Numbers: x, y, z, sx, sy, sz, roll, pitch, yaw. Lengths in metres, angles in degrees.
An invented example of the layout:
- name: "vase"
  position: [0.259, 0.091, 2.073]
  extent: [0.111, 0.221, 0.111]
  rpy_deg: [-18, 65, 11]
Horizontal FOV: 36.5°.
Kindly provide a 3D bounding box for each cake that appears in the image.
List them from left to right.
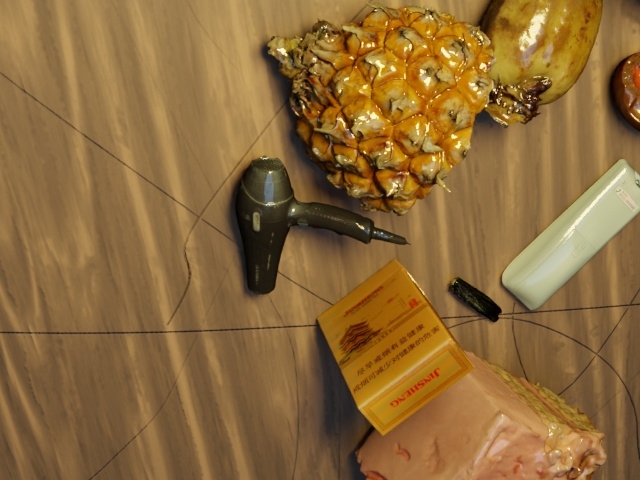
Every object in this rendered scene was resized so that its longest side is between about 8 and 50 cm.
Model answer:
- name: "cake"
  position: [0.288, 0.382, 1.671]
  extent: [0.306, 0.293, 0.314]
  rpy_deg: [29, 98, -27]

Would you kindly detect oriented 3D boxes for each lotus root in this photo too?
- name: "lotus root"
  position: [0.326, -0.315, 1.435]
  extent: [0.169, 0.141, 0.314]
  rpy_deg: [21, 99, -25]

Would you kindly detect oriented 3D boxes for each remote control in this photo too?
- name: "remote control"
  position: [0.444, -0.003, 1.662]
  extent: [0.103, 0.051, 0.293]
  rpy_deg: [40, 99, -26]

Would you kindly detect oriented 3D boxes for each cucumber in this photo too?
- name: "cucumber"
  position: [0.269, 0.102, 1.675]
  extent: [0.135, 0.034, 0.033]
  rpy_deg: [34, 97, -26]

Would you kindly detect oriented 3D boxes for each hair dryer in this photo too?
- name: "hair dryer"
  position: [0.000, 0.000, 1.482]
  extent: [0.271, 0.091, 0.236]
  rpy_deg: [12, 123, 11]

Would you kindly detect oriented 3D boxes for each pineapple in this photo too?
- name: "pineapple"
  position: [0.054, -0.175, 1.355]
  extent: [0.286, 0.209, 0.344]
  rpy_deg: [21, 123, -20]

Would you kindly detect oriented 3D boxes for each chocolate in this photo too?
- name: "chocolate"
  position: [0.526, -0.238, 1.536]
  extent: [0.124, 0.127, 0.133]
  rpy_deg: [-35, 88, -34]

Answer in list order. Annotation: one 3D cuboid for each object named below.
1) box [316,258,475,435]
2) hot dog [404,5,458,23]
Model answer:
- name: "box"
  position: [0.110, 0.158, 1.523]
  extent: [0.174, 0.274, 0.076]
  rpy_deg: [-36, 117, 4]
- name: "hot dog"
  position: [0.142, -0.312, 1.430]
  extent: [0.168, 0.061, 0.078]
  rpy_deg: [7, 156, -8]
